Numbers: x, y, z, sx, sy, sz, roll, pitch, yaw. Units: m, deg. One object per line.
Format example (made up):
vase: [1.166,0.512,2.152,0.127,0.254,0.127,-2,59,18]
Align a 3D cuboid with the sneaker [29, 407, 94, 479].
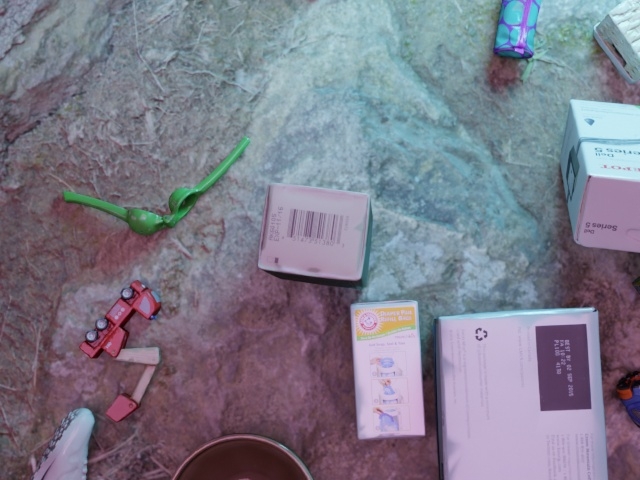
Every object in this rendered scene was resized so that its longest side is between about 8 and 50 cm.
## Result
sneaker: [-0.399,0.372,1.840,0.095,0.090,0.235,27,91,-8]

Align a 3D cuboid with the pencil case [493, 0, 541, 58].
pencil case: [0.314,-0.361,1.861,0.065,0.070,0.151,11,88,-13]

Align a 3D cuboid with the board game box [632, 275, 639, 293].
board game box: [0.549,0.036,1.770,0.141,0.170,0.048,-35,84,0]

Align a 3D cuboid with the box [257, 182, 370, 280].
box: [0.000,0.000,1.727,0.148,0.311,0.121,7,86,2]

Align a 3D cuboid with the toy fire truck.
toy fire truck: [-0.299,0.173,1.860,0.135,0.047,0.192,40,87,4]

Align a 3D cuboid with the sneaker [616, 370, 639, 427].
sneaker: [0.564,0.228,1.810,0.221,0.083,0.087,-14,101,4]

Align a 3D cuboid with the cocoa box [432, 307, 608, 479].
cocoa box: [0.286,0.276,1.734,0.232,0.228,0.347,-3,86,3]

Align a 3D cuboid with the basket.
basket: [0.523,-0.338,1.833,0.167,0.103,0.113,-34,84,1]

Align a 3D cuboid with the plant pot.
plant pot: [-0.116,0.409,1.803,0.238,0.110,0.237,0,85,2]

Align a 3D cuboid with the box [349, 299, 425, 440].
box: [0.103,0.194,1.806,0.103,0.114,0.203,-4,87,4]

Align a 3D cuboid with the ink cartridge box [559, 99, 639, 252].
ink cartridge box: [0.463,-0.095,1.727,0.199,0.273,0.114,6,120,3]

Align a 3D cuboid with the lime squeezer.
lime squeezer: [-0.247,-0.068,1.882,0.311,0.059,0.109,-17,55,3]
